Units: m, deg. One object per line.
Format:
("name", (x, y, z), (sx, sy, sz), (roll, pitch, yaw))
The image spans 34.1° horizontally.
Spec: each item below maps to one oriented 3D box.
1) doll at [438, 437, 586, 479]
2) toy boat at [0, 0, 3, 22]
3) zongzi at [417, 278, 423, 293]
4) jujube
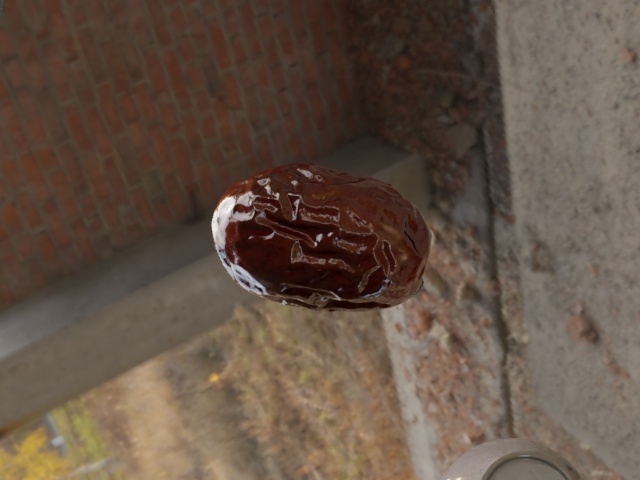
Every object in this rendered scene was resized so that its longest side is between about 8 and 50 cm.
("doll", (0.158, 0.287, 0.952), (0.151, 0.151, 0.287), (53, 157, 27))
("toy boat", (-0.324, -0.206, 0.849), (0.127, 0.078, 0.283), (12, 94, 20))
("zongzi", (0.152, 0.034, 1.767), (0.104, 0.113, 0.052), (50, 136, 9))
("jujube", (0.000, 0.000, 1.204), (0.250, 0.174, 0.174), (15, 147, 5))
